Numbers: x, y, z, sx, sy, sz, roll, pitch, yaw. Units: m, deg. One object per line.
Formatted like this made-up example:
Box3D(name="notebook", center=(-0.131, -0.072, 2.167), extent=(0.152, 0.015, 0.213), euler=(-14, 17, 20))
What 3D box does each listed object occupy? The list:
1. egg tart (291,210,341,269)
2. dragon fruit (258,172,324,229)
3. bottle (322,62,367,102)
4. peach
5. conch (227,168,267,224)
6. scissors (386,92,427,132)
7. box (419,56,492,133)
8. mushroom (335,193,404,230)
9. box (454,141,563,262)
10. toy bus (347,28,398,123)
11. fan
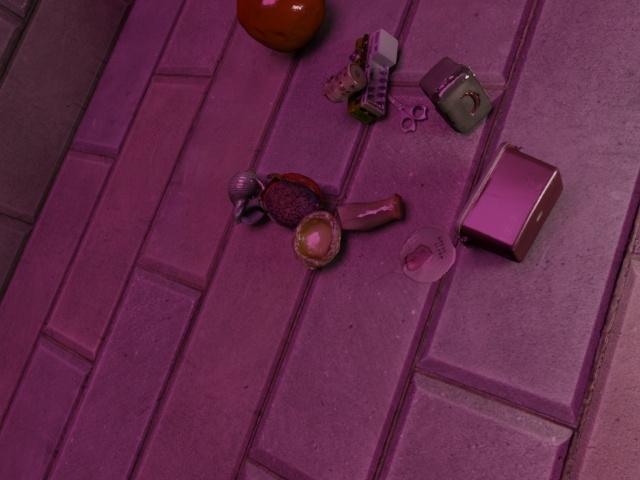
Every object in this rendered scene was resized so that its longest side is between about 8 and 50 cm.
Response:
Box3D(name="egg tart", center=(0.000, 0.000, 1.888), extent=(0.197, 0.078, 0.196), euler=(-8, 76, 33))
Box3D(name="dragon fruit", center=(-0.083, -0.159, 1.965), extent=(0.148, 0.224, 0.218), euler=(-73, 8, -46))
Box3D(name="bottle", center=(0.070, -0.511, 1.910), extent=(0.152, 0.099, 0.098), euler=(-25, 58, 41))
Box3D(name="peach", center=(-0.145, -0.902, 2.204), extent=(0.301, 0.343, 0.342), euler=(-51, 50, 29))
Box3D(name="conch", center=(-0.253, -0.158, 2.100), extent=(0.173, 0.131, 0.199), euler=(12, 107, 11))
Box3D(name="scissors", center=(0.269, -0.443, 1.928), extent=(0.110, 0.021, 0.212), euler=(-48, 53, 13))
Box3D(name="box", center=(0.403, -0.432, 1.719), extent=(0.148, 0.210, 0.129), euler=(-43, 46, 13))
Box3D(name="mushroom", center=(0.147, -0.080, 1.822), extent=(0.247, 0.108, 0.096), euler=(-10, 107, 33))
Box3D(name="box", center=(0.504, -0.092, 1.529), extent=(0.168, 0.193, 0.293), euler=(29, 89, 33))
Box3D(name="toy bus", center=(0.174, -0.559, 1.967), extent=(0.139, 0.113, 0.301), euler=(-12, 64, 49))
Box3D(name="fan", center=(0.257, 0.071, 1.738), extent=(0.310, 0.010, 0.182), euler=(-30, 58, 21))
